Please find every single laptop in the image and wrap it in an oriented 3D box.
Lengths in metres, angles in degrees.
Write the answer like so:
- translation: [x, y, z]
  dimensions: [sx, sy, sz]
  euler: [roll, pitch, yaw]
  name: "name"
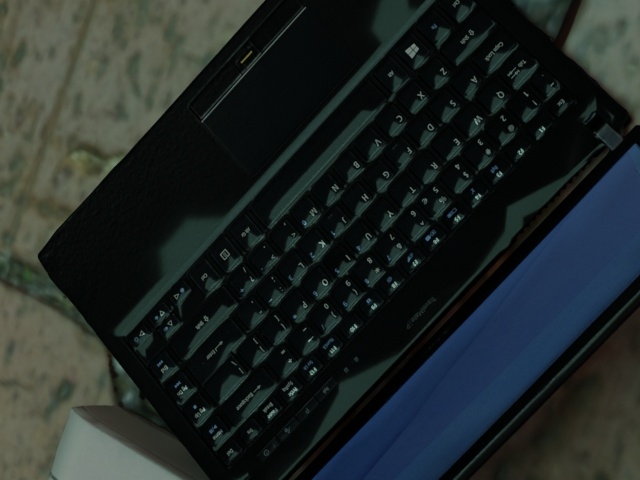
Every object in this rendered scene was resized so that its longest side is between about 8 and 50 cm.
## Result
- translation: [0.000, 0.000, 0.708]
  dimensions: [0.234, 0.136, 0.264]
  euler: [-46, 63, 10]
  name: "laptop"

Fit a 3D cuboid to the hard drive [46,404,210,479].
- translation: [-0.078, 0.282, 0.811]
  dimensions: [0.233, 0.047, 0.353]
  euler: [25, 100, 32]
  name: "hard drive"
